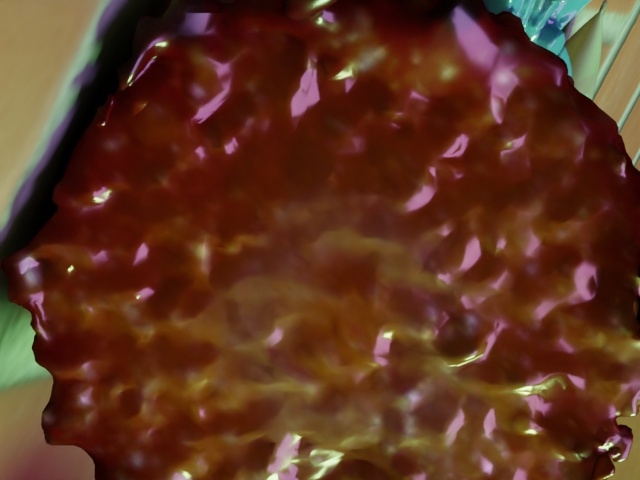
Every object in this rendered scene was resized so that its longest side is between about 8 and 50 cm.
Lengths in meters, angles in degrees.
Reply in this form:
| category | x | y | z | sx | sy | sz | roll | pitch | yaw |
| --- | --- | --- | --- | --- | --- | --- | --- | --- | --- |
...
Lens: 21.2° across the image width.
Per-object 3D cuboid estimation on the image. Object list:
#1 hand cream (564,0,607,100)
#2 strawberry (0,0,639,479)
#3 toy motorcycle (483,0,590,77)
| category | x | y | z | sx | sy | sz | roll | pitch | yaw |
| --- | --- | --- | --- | --- | --- | --- | --- | --- | --- |
| hand cream | 0.107 | -0.012 | 1.059 | 0.147 | 0.093 | 0.306 | 103 | 14 | -51 |
| strawberry | 0.000 | 0.000 | 0.627 | 0.234 | 0.234 | 0.178 | -63 | -167 | 10 |
| toy motorcycle | 0.090 | -0.088 | 0.777 | 0.182 | 0.123 | 0.272 | -20 | 140 | -51 |
